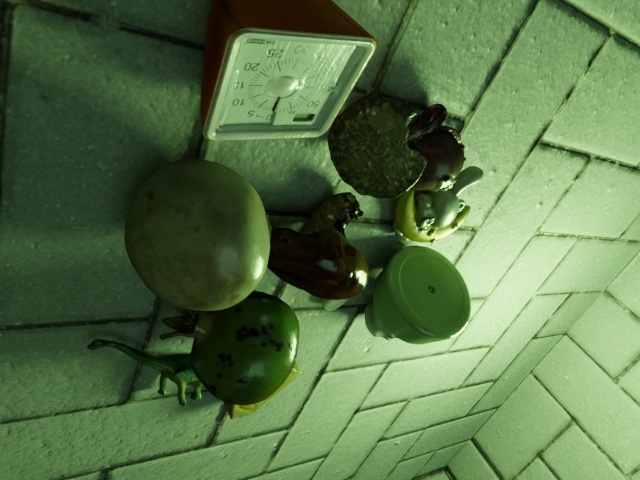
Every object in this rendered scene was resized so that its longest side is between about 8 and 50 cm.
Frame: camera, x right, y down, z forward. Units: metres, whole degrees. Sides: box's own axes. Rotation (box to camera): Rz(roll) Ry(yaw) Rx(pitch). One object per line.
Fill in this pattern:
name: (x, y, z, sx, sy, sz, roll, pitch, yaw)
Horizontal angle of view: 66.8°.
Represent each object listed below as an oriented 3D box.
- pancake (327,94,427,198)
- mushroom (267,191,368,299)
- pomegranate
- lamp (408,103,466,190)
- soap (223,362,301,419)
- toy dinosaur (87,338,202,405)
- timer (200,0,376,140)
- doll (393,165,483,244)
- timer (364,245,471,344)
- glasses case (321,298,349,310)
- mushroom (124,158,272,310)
pancake: (0.124, -0.201, 1.072, 0.212, 0.029, 0.235, -6, 112, 15)
mushroom: (-0.004, 0.037, 1.191, 0.254, 0.267, 0.267, -48, 153, -42)
pomegranate: (-0.201, 0.240, 1.184, 0.291, 0.290, 0.323, -38, 131, 3)
lamp: (0.242, -0.206, 1.168, 0.215, 0.151, 0.223, -29, 99, -10)
soap: (-0.201, 0.449, 1.516, 0.257, 0.080, 0.160, -41, 139, 5)
toy dinosaur: (-0.357, 0.307, 1.288, 0.448, 0.087, 0.300, -12, 127, -28)
timer: (-0.076, -0.287, 0.856, 0.258, 0.161, 0.250, -9, 141, -28)
doll: (0.315, -0.085, 1.345, 0.238, 0.111, 0.252, -8, 135, -7)
timer: (0.253, 0.211, 1.503, 0.291, 0.290, 0.315, -4, 153, -32)
glasses case: (0.073, 0.149, 1.448, 0.164, 0.041, 0.063, -41, 138, 6)
mushroom: (-0.222, -0.018, 0.967, 0.297, 0.298, 0.290, -58, 171, 23)
